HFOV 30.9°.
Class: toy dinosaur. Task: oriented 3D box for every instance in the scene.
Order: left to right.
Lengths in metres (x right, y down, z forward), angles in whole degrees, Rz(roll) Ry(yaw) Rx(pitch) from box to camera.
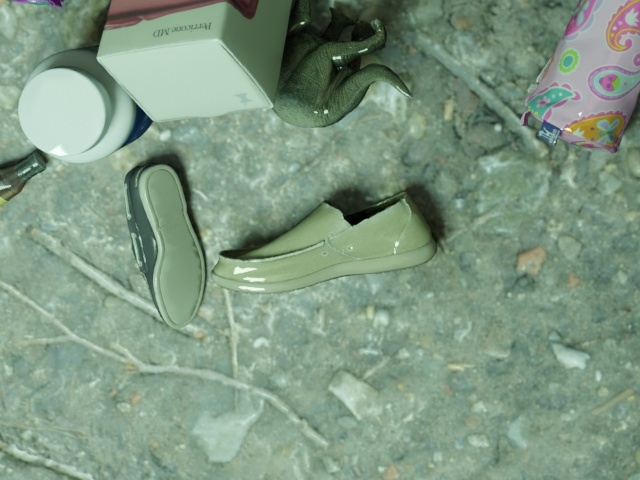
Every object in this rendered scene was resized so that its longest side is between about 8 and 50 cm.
[{"bbox_3d":[-0.009,-0.187,1.281,0.314,0.121,0.160,35,94,32],"label":"toy dinosaur"}]

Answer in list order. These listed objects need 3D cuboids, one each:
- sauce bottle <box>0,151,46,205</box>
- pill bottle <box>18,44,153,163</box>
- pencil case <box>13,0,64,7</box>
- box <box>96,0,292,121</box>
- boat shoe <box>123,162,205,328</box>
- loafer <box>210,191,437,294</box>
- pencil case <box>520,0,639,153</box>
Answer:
[{"bbox_3d":[-0.390,-0.064,1.399,0.128,0.042,0.042,-33,98,7],"label":"sauce bottle"},{"bbox_3d":[-0.258,-0.151,1.280,0.124,0.221,0.124,1,102,4],"label":"pill bottle"},{"bbox_3d":[-0.320,-0.346,1.323,0.070,0.064,0.151,12,104,26],"label":"pencil case"},{"bbox_3d":[-0.123,-0.260,1.225,0.149,0.127,0.232,-5,61,24],"label":"box"},{"bbox_3d":[-0.194,0.005,1.404,0.065,0.075,0.206,9,114,45],"label":"boat shoe"},{"bbox_3d":[0.000,0.000,1.366,0.269,0.102,0.092,-10,100,-4],"label":"loafer"},{"bbox_3d":[0.325,-0.238,1.282,0.124,0.124,0.284,22,103,-1],"label":"pencil case"}]
